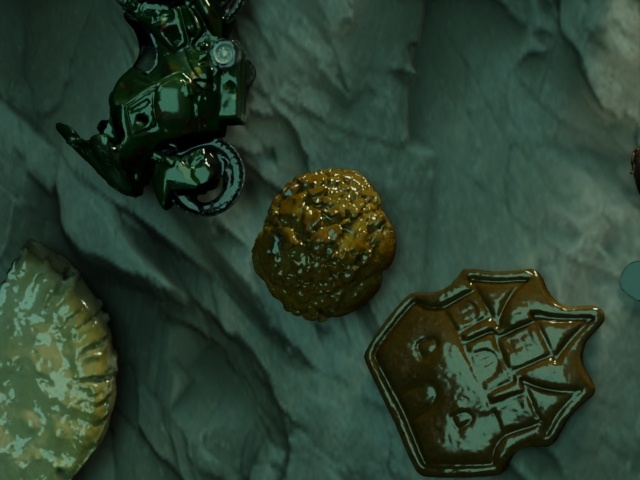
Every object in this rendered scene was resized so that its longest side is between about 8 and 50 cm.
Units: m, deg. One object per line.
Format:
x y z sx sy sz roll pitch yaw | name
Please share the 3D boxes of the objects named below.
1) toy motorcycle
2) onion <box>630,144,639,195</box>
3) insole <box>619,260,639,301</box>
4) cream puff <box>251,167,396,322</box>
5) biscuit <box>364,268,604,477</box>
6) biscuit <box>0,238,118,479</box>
-0.159 -0.158 1.427 0.187 0.125 0.274 1 82 9 | toy motorcycle
0.361 -0.048 1.228 0.195 0.159 0.159 39 97 -6 | onion
0.322 0.063 1.296 0.135 0.002 0.045 35 94 19 | insole
0.001 0.001 1.357 0.126 0.103 0.144 31 88 20 | cream puff
0.156 0.110 1.329 0.215 0.034 0.182 -28 76 13 | biscuit
-0.283 0.149 1.444 0.179 0.084 0.281 19 89 20 | biscuit
